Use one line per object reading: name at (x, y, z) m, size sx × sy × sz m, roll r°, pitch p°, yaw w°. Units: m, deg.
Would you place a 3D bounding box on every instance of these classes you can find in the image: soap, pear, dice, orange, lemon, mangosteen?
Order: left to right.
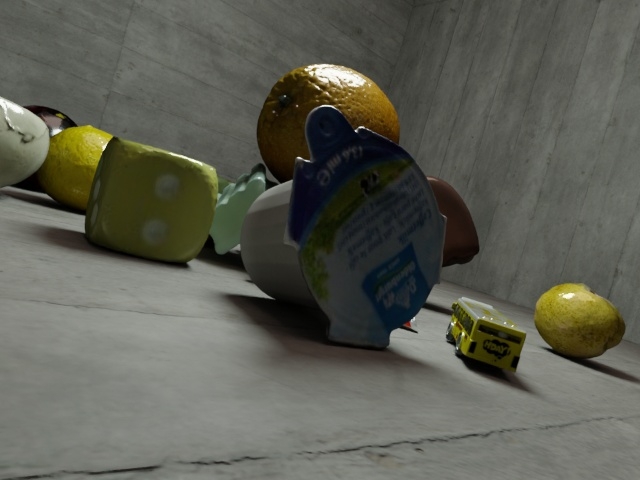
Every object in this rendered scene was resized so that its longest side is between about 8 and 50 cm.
mangosteen at (-0.732, -0.224, 1.296) m, size 0.228 × 0.228 × 0.265 m, roll 17°, pitch -36°, yaw 15°
lemon at (-0.526, -0.159, 1.109) m, size 0.231 × 0.192 × 0.192 m, roll 23°, pitch -2°, yaw -32°
dice at (-0.280, -0.066, 0.808) m, size 0.169 × 0.169 × 0.166 m, roll 15°, pitch 2°, yaw -34°
soap at (-0.166, -0.077, 1.055) m, size 0.087 × 0.159 × 0.265 m, roll 53°, pitch 4°, yaw -16°
orange at (0.017, -0.246, 1.152) m, size 0.322 × 0.322 × 0.357 m, roll 18°, pitch -8°, yaw 40°
pear at (0.570, 0.177, 1.077) m, size 0.178 × 0.178 × 0.178 m, roll 16°, pitch 2°, yaw -1°

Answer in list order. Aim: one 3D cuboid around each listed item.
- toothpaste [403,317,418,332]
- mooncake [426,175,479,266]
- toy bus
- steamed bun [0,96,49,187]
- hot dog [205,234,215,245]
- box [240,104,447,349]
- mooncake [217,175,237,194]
toothpaste at (0.023, 0.089, 0.840) m, size 0.301 × 0.048 × 0.075 m, roll 19°, pitch -2°, yaw -1°
mooncake at (0.232, -0.007, 1.264) m, size 0.333 × 0.326 × 0.174 m, roll 27°, pitch -11°, yaw -7°
toy bus at (0.244, 0.141, 0.752) m, size 0.081 × 0.074 × 0.226 m, roll 16°, pitch 3°, yaw 10°
steamed bun at (-0.660, -0.185, 0.893) m, size 0.283 × 0.177 × 0.283 m, roll 18°, pitch -6°, yaw 2°
hot dog at (-0.305, -0.052, 1.203) m, size 0.160 × 0.099 × 0.227 m, roll 17°, pitch 7°, yaw -9°
box at (-0.003, -0.016, 0.666) m, size 0.206 × 0.262 × 0.291 m, roll -6°, pitch -59°, yaw 52°
mooncake at (-0.395, -0.129, 1.481) m, size 0.351 × 0.187 × 0.351 m, roll 19°, pitch 5°, yaw -2°
